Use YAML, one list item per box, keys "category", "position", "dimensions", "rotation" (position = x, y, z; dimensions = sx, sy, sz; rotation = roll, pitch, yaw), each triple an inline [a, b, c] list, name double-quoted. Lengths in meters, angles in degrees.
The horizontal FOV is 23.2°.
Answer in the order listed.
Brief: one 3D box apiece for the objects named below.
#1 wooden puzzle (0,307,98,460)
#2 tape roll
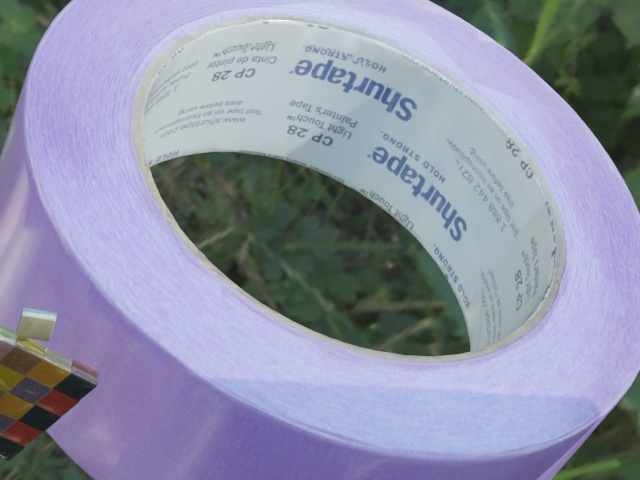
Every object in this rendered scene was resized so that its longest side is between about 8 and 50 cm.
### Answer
- category: "wooden puzzle"
  position: [-0.102, 0.045, 0.472]
  dimensions: [0.049, 0.083, 0.006]
  rotation: [30, 37, -30]
- category: "tape roll"
  position: [0.000, 0.000, 0.658]
  dimensions: [0.274, 0.090, 0.275]
  rotation: [14, 45, -15]
